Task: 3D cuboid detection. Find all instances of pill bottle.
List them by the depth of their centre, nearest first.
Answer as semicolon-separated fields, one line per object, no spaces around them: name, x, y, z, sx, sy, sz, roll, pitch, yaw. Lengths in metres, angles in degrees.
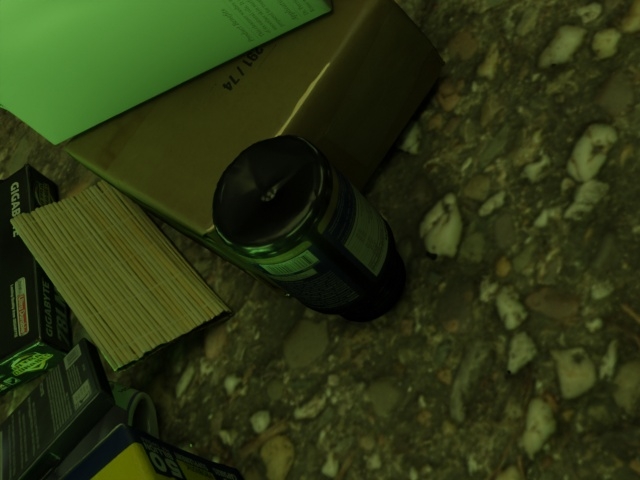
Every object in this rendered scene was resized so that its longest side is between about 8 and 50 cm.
pill bottle;0.000;0.000;0.902;0.122;0.219;0.123;-14;59;24

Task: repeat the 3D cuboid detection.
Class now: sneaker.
sneaker;-0.264;0.285;0.985;0.161;0.102;0.282;3;67;28

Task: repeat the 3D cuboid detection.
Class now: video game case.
video game case;-0.320;0.230;0.928;0.274;0.026;0.196;-48;20;-6

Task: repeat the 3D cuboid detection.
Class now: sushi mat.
sushi mat;-0.251;0.028;1.119;0.151;0.019;0.316;-28;49;-22

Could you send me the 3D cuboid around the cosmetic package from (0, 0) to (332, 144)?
cosmetic package;-0.206;-0.276;0.968;0.384;0.217;0.156;-19;55;20

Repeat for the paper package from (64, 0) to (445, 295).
paper package;-0.081;-0.150;1.064;0.309;0.168;0.325;29;82;39

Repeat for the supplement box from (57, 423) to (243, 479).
supplement box;-0.116;0.371;0.791;0.195;0.194;0.356;-42;52;5

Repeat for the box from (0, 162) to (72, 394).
box;-0.479;0.083;1.238;0.293;0.073;0.296;-27;55;17
